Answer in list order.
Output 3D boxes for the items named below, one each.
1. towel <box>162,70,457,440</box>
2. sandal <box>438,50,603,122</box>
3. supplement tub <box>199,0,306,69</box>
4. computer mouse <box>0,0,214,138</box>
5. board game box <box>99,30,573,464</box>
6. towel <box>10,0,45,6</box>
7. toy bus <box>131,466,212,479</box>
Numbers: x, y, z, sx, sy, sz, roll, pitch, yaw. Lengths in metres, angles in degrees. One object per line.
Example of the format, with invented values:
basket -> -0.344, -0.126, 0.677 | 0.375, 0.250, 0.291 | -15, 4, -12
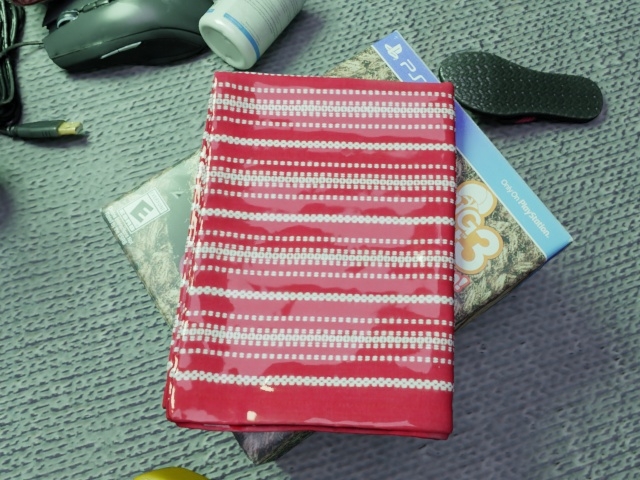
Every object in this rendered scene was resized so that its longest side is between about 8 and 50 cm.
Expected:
towel -> 0.000, 0.000, 0.454 | 0.199, 0.031, 0.274 | 4, 72, 1
sandal -> 0.203, -0.149, 0.649 | 0.179, 0.040, 0.067 | 7, 78, -12
supplement tub -> -0.070, -0.241, 0.660 | 0.071, 0.071, 0.107 | 35, 76, 11
computer mouse -> -0.240, -0.198, 0.653 | 0.262, 0.060, 0.184 | -3, 71, 0
board game box -> 0.011, 0.008, 0.542 | 0.291, 0.141, 0.232 | -34, 75, -9
towel -> -0.288, -0.416, 0.714 | 0.237, 0.037, 0.329 | -30, 64, -7
toy bus -> -0.019, 0.300, 0.466 | 0.333, 0.108, 0.130 | 34, 76, 10
